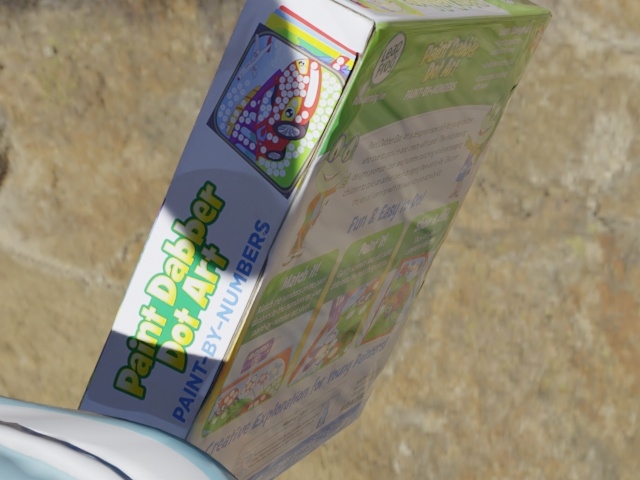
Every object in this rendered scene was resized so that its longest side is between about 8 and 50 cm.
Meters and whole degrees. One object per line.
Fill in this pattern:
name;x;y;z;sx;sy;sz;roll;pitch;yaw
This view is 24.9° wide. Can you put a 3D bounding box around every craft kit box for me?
craft kit box;0.000;0.000;0.645;0.061;0.246;0.250;33;19;15

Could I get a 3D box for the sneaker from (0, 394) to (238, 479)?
sneaker;-0.186;0.088;0.327;0.319;0.208;0.127;0;94;32
